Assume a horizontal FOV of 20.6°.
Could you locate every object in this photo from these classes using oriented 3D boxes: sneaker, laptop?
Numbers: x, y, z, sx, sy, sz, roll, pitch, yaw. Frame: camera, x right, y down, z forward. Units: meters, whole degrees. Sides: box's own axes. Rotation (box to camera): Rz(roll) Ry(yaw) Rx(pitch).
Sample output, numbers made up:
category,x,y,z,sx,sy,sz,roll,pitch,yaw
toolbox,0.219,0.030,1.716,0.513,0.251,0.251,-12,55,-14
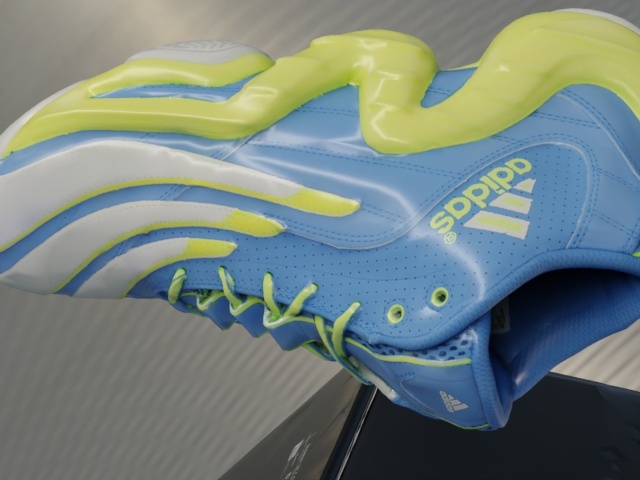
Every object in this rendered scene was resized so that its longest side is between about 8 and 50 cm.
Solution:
category,x,y,z,sx,sy,sz,roll,pitch,yaw
sneaker,0.000,0.000,0.547,0.240,0.091,0.126,-13,47,8
laptop,0.056,0.248,1.212,0.408,0.236,0.382,-43,7,25
